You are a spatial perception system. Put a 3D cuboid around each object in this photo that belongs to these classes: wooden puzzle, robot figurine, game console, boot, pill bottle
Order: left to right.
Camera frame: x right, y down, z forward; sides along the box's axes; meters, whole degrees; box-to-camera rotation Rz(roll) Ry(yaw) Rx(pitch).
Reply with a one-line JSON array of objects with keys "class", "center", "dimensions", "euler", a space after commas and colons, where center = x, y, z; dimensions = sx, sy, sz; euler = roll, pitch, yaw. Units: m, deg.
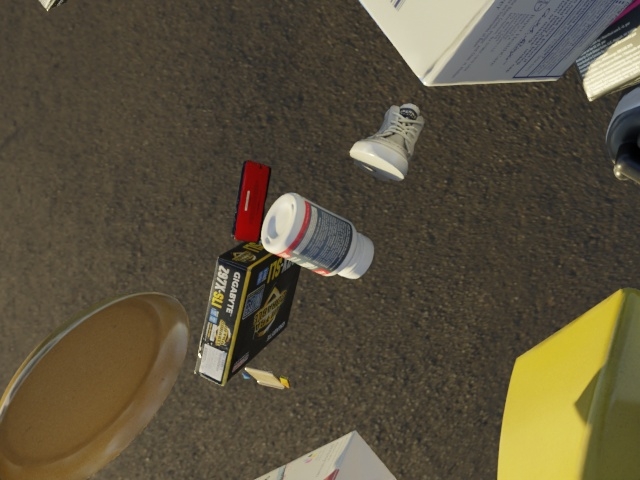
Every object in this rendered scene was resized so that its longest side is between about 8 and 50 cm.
[{"class": "game console", "center": [-0.147, -0.073, 1.280], "dimensions": [0.085, 0.124, 0.144], "euler": [9, 91, 27]}, {"class": "wooden puzzle", "center": [-0.111, 0.278, 1.412], "dimensions": [0.116, 0.079, 0.014], "euler": [10, 59, 20]}, {"class": "pill bottle", "center": [0.000, 0.000, 1.182], "dimensions": [0.108, 0.180, 0.108], "euler": [-34, 43, 39]}, {"class": "boot", "center": [0.113, -0.167, 1.102], "dimensions": [0.095, 0.258, 0.123], "euler": [30, 93, -4]}, {"class": "robot figurine", "center": [0.583, -0.201, 1.151], "dimensions": [0.209, 0.278, 0.174], "euler": [-6, 128, 42]}]

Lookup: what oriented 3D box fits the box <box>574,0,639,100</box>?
[{"class": "box", "center": [0.412, -0.353, 0.930], "dimensions": [0.143, 0.165, 0.270], "euler": [-22, 89, 61]}]

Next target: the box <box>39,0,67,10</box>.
[{"class": "box", "center": [-0.375, -0.434, 0.907], "dimensions": [0.184, 0.045, 0.191], "euler": [-24, 108, 42]}]

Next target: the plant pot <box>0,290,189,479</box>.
[{"class": "plant pot", "center": [-0.226, 0.147, 0.688], "dimensions": [0.032, 0.236, 0.236], "euler": [31, 106, 23]}]

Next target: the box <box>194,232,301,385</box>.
[{"class": "box", "center": [-0.136, 0.118, 1.453], "dimensions": [0.079, 0.322, 0.257], "euler": [18, 109, 15]}]

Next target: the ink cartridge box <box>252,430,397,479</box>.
[{"class": "ink cartridge box", "center": [-0.036, 0.263, 0.621], "dimensions": [0.198, 0.115, 0.067], "euler": [-36, 97, 31]}]

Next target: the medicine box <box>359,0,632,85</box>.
[{"class": "medicine box", "center": [0.180, -0.329, 0.818], "dimensions": [0.263, 0.289, 0.149], "euler": [58, 134, 20]}]

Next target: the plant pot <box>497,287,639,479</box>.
[{"class": "plant pot", "center": [0.283, 0.208, 0.634], "dimensions": [0.212, 0.187, 0.212], "euler": [34, 148, 4]}]
